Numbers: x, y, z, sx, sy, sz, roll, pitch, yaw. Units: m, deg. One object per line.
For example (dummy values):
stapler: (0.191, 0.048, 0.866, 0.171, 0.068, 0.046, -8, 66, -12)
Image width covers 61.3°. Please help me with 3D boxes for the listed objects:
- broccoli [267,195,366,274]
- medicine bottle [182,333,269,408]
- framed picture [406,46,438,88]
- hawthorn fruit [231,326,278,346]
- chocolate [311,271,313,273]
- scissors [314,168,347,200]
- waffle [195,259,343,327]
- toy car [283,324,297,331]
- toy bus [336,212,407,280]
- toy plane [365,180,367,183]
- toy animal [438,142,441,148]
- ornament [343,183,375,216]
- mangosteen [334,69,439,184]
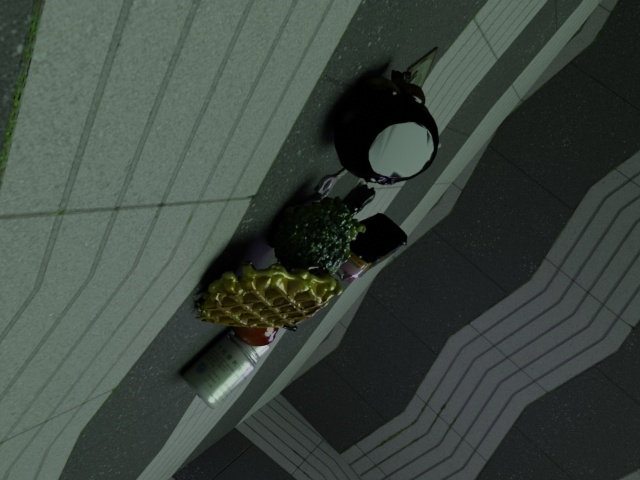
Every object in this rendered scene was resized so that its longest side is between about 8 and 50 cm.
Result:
broccoli: (-0.002, -0.019, 1.584, 0.245, 0.288, 0.248, -46, 131, -45)
medicine bottle: (-0.326, 0.435, 1.905, 0.293, 0.170, 0.170, -42, 165, -19)
framed picture: (0.278, -0.467, 1.608, 0.136, 0.010, 0.201, -40, 165, -25)
hawthorn fruit: (-0.214, 0.267, 1.796, 0.173, 0.173, 0.173, -44, 165, -15)
chocolate: (0.008, 0.070, 1.940, 0.219, 0.085, 0.086, -74, -169, -49)
scissors: (0.059, -0.197, 1.662, 0.212, 0.021, 0.110, -40, 166, -24)
waffle: (-0.151, 0.169, 1.526, 0.382, 0.095, 0.379, 5, 152, -26)
toy car: (-0.108, 0.224, 1.973, 0.301, 0.118, 0.193, 101, 6, -70)
toy bus: (0.161, 0.032, 1.949, 0.162, 0.171, 0.386, -53, 166, 27)
toy plane: (0.143, -0.257, 1.602, 0.194, 0.126, 0.077, -39, 136, -27)
toy animal: (0.352, -0.352, 1.905, 0.085, 0.124, 0.071, -50, 161, 1)
ornament: (0.126, -0.102, 2.008, 0.202, 0.080, 0.236, -43, 163, -6)
mangosteen: (0.170, -0.280, 1.355, 0.288, 0.287, 0.233, -52, -155, 16)
